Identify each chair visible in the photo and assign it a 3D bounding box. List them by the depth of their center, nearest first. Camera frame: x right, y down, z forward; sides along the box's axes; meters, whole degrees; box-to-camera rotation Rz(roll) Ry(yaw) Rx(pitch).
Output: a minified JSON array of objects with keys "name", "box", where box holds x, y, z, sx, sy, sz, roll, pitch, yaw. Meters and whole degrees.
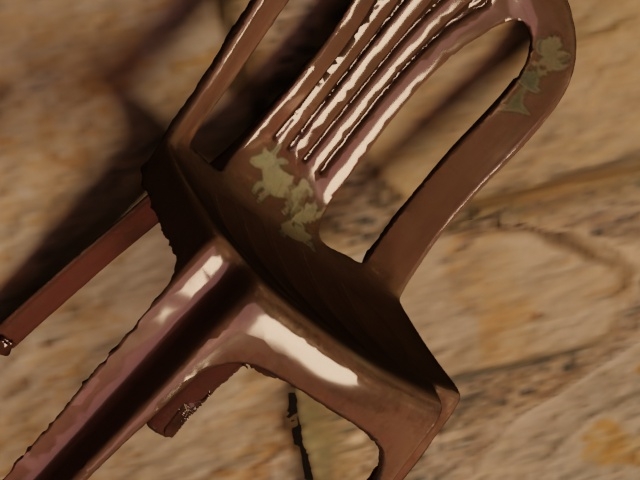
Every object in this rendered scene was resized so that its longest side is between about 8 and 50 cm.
[{"name":"chair","box":[0.000,0.000,0.771,0.175,0.183,0.326,33,105,-31]}]
